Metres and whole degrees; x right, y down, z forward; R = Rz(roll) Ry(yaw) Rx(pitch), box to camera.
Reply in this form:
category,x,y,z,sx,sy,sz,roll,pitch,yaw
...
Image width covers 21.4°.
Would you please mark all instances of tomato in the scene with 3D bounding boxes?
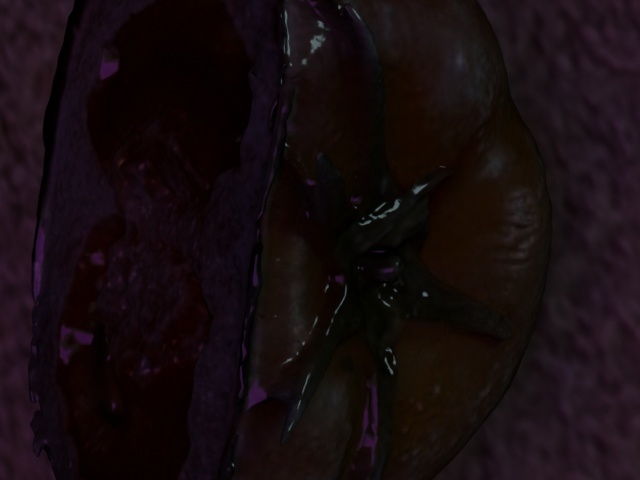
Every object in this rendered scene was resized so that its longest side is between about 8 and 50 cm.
category,x,y,z,sx,sy,sz,roll,pitch,yaw
tomato,0.000,0.000,0.577,0.181,0.155,0.214,18,101,53
